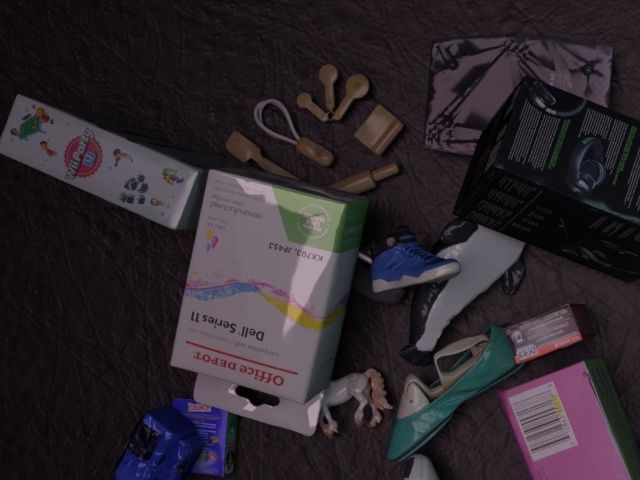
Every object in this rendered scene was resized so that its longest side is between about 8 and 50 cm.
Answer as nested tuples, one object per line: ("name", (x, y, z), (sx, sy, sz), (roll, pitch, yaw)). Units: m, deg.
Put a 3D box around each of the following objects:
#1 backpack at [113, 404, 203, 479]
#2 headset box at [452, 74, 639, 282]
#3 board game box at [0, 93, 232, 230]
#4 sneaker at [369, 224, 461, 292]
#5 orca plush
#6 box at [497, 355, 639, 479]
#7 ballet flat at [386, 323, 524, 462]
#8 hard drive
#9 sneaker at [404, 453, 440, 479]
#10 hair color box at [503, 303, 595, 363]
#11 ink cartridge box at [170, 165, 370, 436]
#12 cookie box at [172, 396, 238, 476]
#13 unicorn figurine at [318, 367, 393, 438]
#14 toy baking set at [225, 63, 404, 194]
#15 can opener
("backpack", (-0.235, 0.312, 1.999), (0.101, 0.098, 0.120), (35, 100, 18))
("headset box", (0.340, -0.066, 1.763), (0.283, 0.246, 0.131), (21, 76, -1))
("board game box", (-0.276, -0.108, 2.015), (0.303, 0.224, 0.097), (23, 96, 18))
("sneaker", (0.122, 0.019, 1.861), (0.152, 0.058, 0.085), (-15, 82, 51))
("orca plush", (0.195, 0.040, 1.948), (0.151, 0.102, 0.287), (15, 104, -26))
("box", (0.337, 0.269, 1.787), (0.117, 0.243, 0.213), (-23, 81, 15))
("ballet flat", (0.168, 0.201, 1.924), (0.247, 0.083, 0.087), (-40, 100, 6))
("hard drive", (0.276, -0.196, 1.935), (0.254, 0.054, 0.172), (4, 87, 17))
("sneaker", (0.212, 0.391, 1.898), (0.153, 0.094, 0.235), (-18, 82, 14))
("hair color box", (0.306, 0.123, 1.846), (0.093, 0.167, 0.053), (-23, 80, 15))
("ink cartridge box", (-0.077, 0.092, 1.912), (0.207, 0.119, 0.353), (14, 100, 15))
("cookie box", (-0.172, 0.288, 2.051), (0.092, 0.040, 0.107), (4, 88, 20))
("unicorn figurine", (0.018, 0.223, 1.993), (0.162, 0.060, 0.111), (-13, 73, 2))
("toy baking set", (-0.003, -0.142, 2.035), (0.256, 0.030, 0.197), (-27, 76, 14))
("can opener", (0.000, 0.000, 1.984), (0.283, 0.076, 0.095), (28, 108, 10))
